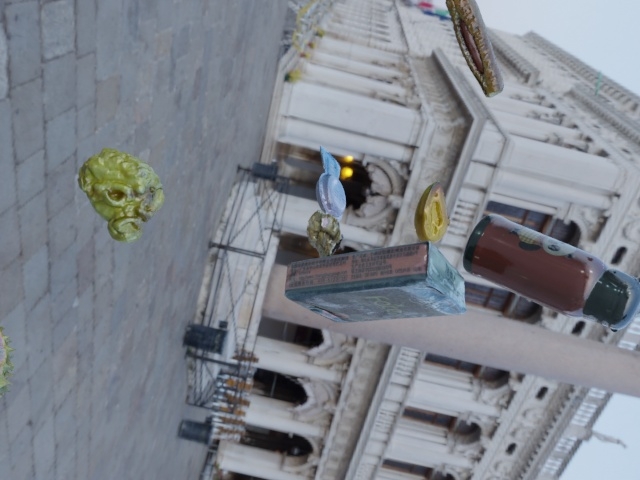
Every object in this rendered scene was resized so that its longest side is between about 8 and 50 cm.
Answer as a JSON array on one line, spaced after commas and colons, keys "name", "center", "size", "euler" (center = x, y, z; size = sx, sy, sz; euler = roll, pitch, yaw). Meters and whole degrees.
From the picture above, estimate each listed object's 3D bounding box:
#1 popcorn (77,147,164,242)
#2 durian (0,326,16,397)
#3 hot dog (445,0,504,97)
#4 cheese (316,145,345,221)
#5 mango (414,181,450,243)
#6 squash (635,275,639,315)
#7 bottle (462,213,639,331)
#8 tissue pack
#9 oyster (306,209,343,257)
[{"name": "popcorn", "center": [-0.597, -0.152, 1.705], "size": [0.286, 0.225, 0.174], "euler": [60, 11, -3]}, {"name": "durian", "center": [-0.609, 0.195, 0.916], "size": [0.260, 0.186, 0.154], "euler": [56, -18, 20]}, {"name": "hot dog", "center": [0.398, -0.501, 1.406], "size": [0.083, 0.289, 0.068], "euler": [-40, -160, -30]}, {"name": "cheese", "center": [0.030, -0.154, 1.605], "size": [0.135, 0.052, 0.244], "euler": [42, 39, -48]}, {"name": "mango", "center": [0.307, -0.071, 1.537], "size": [0.066, 0.101, 0.187], "euler": [-146, -128, -60]}, {"name": "squash", "center": [0.726, 0.127, 1.268], "size": [0.331, 0.087, 0.087], "euler": [126, -21, -62]}, {"name": "bottle", "center": [0.471, 0.068, 1.130], "size": [0.144, 0.336, 0.144], "euler": [-34, 138, -37]}, {"name": "tissue pack", "center": [0.116, 0.093, 1.140], "size": [0.228, 0.316, 0.103], "euler": [34, 54, -52]}, {"name": "oyster", "center": [0.000, 0.000, 1.480], "size": [0.191, 0.081, 0.163], "euler": [126, -34, -69]}]
